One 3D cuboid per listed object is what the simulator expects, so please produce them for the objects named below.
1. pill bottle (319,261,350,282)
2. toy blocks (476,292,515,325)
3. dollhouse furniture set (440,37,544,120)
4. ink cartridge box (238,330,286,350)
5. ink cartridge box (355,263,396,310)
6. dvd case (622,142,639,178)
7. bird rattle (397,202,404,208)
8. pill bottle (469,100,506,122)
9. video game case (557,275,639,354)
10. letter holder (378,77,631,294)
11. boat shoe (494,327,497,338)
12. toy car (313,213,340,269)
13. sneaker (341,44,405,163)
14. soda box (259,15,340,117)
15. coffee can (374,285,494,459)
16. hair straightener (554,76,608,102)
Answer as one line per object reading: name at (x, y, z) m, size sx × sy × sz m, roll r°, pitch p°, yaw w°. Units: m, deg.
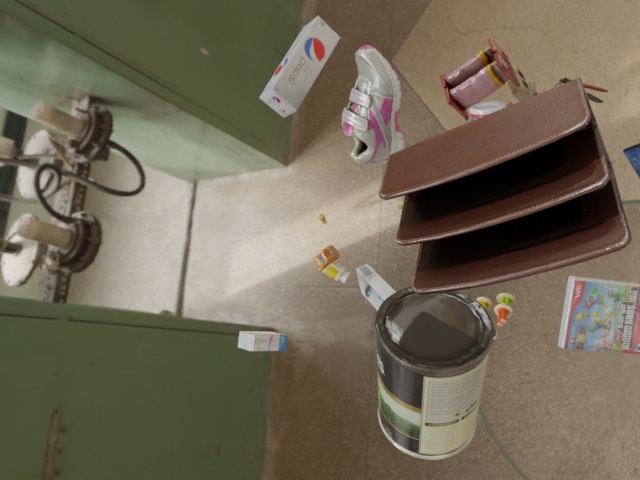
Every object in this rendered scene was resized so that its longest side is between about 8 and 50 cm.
pill bottle at (0.058, 0.121, 1.966) m, size 0.116 × 0.065 × 0.065 m, roll 31°, pitch 96°, yaw 9°
toy blocks at (0.495, 0.225, 1.432) m, size 0.123 × 0.054 × 0.148 m, roll -19°, pitch 26°, yaw 41°
dollhouse furniture set at (0.599, -0.475, 1.653) m, size 0.201 × 0.374 × 0.152 m, roll -34°, pitch 46°, yaw 36°
ink cartridge box at (-0.179, 0.309, 1.513) m, size 0.089 × 0.123 × 0.052 m, roll -2°, pitch 82°, yaw 50°
ink cartridge box at (0.260, 0.271, 2.035) m, size 0.066 × 0.261 × 0.296 m, roll -24°, pitch 31°, yaw -11°
dvd case at (0.701, -0.088, 0.942) m, size 0.022 × 0.180 × 0.252 m, roll -30°, pitch 88°, yaw 1°
bird rattle at (0.353, -0.083, 1.380) m, size 0.143 × 0.254 × 0.206 m, roll -51°, pitch 44°, yaw 38°
pill bottle at (0.519, -0.328, 1.523) m, size 0.108 × 0.108 × 0.180 m, roll 7°, pitch 122°, yaw 34°
video game case at (0.814, 0.213, 1.391) m, size 0.025 × 0.286 × 0.203 m, roll -159°, pitch 76°, yaw -77°
letter holder at (0.247, -0.062, 0.711) m, size 0.302 × 0.152 × 0.214 m, roll -18°, pitch 34°, yaw 33°
boat shoe at (0.600, 0.323, 1.754) m, size 0.046 × 0.125 × 0.038 m, roll -33°, pitch 86°, yaw 20°
toy car at (0.000, 0.000, 1.091) m, size 0.060 × 0.040 × 0.121 m, roll -21°, pitch 75°, yaw -2°
sneaker at (0.098, -0.259, 0.996) m, size 0.111 × 0.252 × 0.103 m, roll -21°, pitch 30°, yaw -13°
soda box at (-0.044, -0.383, 1.088) m, size 0.069 × 0.074 × 0.216 m, roll 0°, pitch 58°, yaw 60°
coffee can at (0.207, 0.251, 0.934) m, size 0.202 × 0.275 × 0.201 m, roll -4°, pitch 37°, yaw 3°
hair straightener at (0.944, -0.532, 1.799) m, size 0.047 × 0.231 × 0.088 m, roll -134°, pitch 55°, yaw -62°
